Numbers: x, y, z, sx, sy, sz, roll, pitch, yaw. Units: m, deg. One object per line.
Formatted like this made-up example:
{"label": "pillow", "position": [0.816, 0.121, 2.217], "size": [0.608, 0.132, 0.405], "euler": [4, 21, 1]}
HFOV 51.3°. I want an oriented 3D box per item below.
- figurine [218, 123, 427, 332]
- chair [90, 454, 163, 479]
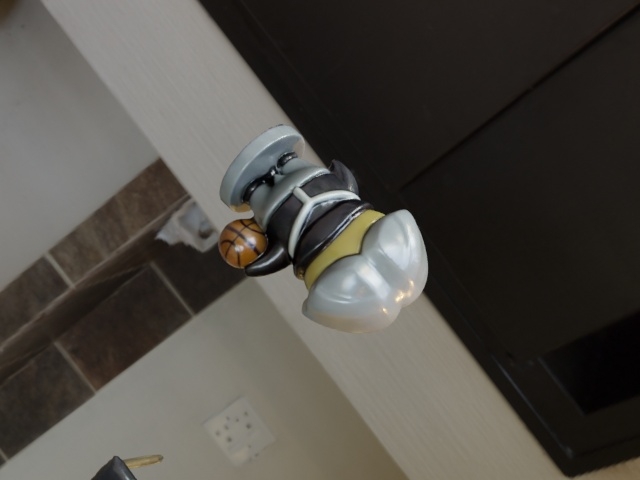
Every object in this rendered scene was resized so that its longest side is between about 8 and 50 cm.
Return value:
{"label": "figurine", "position": [0.000, 0.000, 0.725], "size": [0.176, 0.236, 0.133], "euler": [-45, 163, -7]}
{"label": "chair", "position": [-0.285, 0.413, 0.914], "size": [0.188, 0.166, 0.272], "euler": [-46, 163, -3]}
